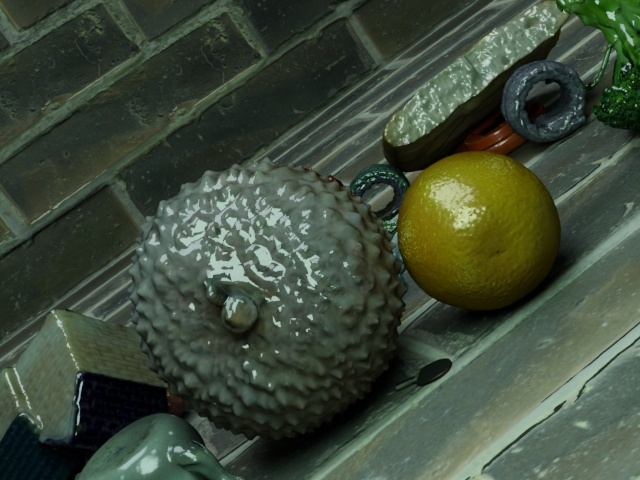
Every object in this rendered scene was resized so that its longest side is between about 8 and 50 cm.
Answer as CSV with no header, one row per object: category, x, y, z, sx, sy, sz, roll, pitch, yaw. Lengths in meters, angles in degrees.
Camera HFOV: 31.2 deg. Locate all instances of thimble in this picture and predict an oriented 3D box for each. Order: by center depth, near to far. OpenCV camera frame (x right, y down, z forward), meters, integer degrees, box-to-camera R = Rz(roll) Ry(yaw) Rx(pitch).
thimble,0.402,-0.249,2.061,0.150,0.150,0.098,-34,13,2
thimble,0.112,-0.081,2.217,0.135,0.118,0.090,-48,6,11

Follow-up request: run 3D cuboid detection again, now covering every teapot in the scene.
teapot,-0.243,0.334,1.596,0.294,0.129,0.193,-28,15,34

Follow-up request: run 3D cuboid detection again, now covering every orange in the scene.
orange,0.210,-0.013,1.534,0.236,0.236,0.236,-32,13,9

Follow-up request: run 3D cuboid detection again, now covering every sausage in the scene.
sausage,-0.284,0.286,1.990,0.062,0.062,0.154,-42,15,-30

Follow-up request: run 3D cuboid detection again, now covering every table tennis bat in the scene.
table tennis bat,0.134,0.176,1.497,0.083,0.007,0.050,-27,15,22

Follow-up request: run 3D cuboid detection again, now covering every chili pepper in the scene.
chili pepper,0.156,-0.043,2.123,0.182,0.050,0.073,-37,7,-19

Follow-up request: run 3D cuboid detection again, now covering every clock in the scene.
clock,0.348,-0.209,2.247,0.205,0.051,0.205,-33,14,9

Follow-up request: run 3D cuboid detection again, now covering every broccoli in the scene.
broccoli,0.500,-0.311,1.779,0.297,0.297,0.297,-52,-14,-19

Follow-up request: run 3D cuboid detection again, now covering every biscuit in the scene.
biscuit,0.296,-0.293,2.260,0.429,0.104,0.446,-41,-8,0

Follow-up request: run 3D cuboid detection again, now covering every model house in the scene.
model house,-0.391,0.316,1.852,0.298,0.243,0.284,-56,36,16

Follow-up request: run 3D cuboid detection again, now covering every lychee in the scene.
lychee,-0.065,0.071,1.557,0.380,0.380,0.432,-31,-4,13

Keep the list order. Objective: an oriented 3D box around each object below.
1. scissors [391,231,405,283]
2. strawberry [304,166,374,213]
scissors,0.112,0.050,1.940,0.125,0.030,0.256,-30,16,32
strawberry,0.000,0.000,2.014,0.221,0.274,0.274,-2,13,-4
